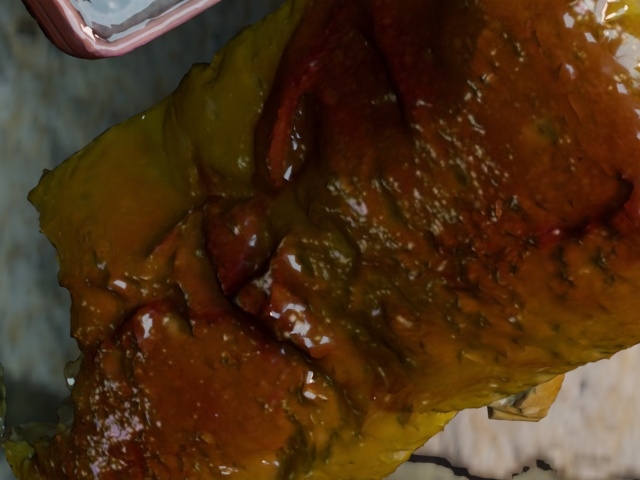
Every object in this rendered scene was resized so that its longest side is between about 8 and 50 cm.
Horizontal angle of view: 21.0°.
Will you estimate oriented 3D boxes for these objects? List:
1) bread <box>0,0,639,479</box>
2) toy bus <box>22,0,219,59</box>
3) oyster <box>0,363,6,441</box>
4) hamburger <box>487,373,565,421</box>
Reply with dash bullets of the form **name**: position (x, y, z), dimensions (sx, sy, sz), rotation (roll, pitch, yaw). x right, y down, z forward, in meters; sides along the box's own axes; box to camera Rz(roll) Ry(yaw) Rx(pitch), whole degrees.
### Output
- **bread**: position (0.000, 0.000, 0.670), dimensions (0.380, 0.109, 0.185), rotation (-33, 93, 34)
- **toy bus**: position (-0.136, -0.290, 0.671), dimensions (0.203, 0.233, 0.427), rotation (-35, 101, -10)
- **oyster**: position (-0.209, 0.103, 0.751), dimensions (0.105, 0.056, 0.177), rotation (42, 84, -22)
- **hamburger**: position (0.071, -0.065, 0.763), dimensions (0.156, 0.144, 0.283), rotation (11, 92, -5)
